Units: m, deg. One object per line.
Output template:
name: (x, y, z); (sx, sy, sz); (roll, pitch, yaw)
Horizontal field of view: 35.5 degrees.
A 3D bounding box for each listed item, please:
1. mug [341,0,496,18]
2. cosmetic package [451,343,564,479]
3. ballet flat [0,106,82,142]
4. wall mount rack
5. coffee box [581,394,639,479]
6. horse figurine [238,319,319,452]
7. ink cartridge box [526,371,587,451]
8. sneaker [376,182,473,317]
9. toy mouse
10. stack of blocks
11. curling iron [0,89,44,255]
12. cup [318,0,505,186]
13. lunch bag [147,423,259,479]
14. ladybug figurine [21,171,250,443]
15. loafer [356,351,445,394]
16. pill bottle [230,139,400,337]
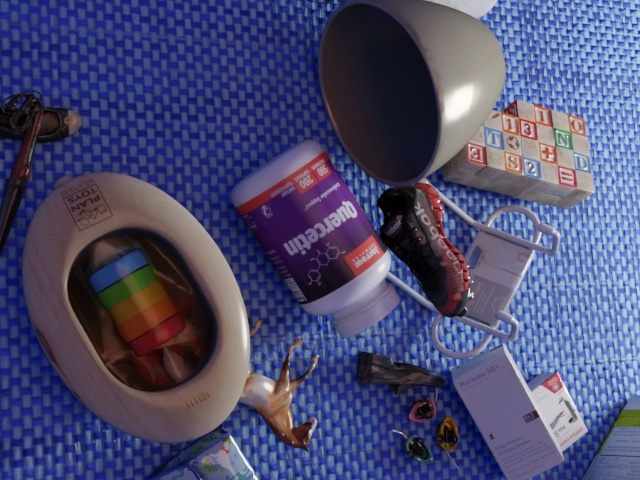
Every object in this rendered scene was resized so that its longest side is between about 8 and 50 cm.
mug: (0.159, -0.535, 1.784); (0.328, 0.374, 0.276); (-2, 108, -20)
cosmetic package: (0.346, 0.322, 1.855); (0.117, 0.085, 0.231); (-30, 96, 10)
ballet flat: (-0.466, -0.187, 1.598); (0.173, 0.049, 0.057); (-4, 84, -26)
wall mount rack: (0.267, 0.032, 1.877); (0.304, 0.130, 0.350); (22, 66, 20)
coffee box: (0.731, 0.519, 1.888); (0.337, 0.338, 0.334); (44, 66, -12)
horse figurine: (-0.107, 0.227, 1.691); (0.263, 0.066, 0.174); (31, 64, -19)
ink cartridge box: (0.442, 0.337, 1.939); (0.099, 0.056, 0.135); (-31, 95, -27)
sneaker: (0.174, 0.013, 1.751); (0.135, 0.097, 0.276); (8, 52, -38)
toy mouse: (0.183, 0.347, 1.827); (0.143, 0.031, 0.161); (1, 80, -26)
stack of blocks: (0.384, -0.180, 1.963); (0.297, 0.087, 0.171); (11, 63, -24)
curling iron: (-0.484, -0.103, 1.561); (0.068, 0.035, 0.273); (11, 93, -41)
cup: (0.186, -0.289, 1.775); (0.237, 0.331, 0.331); (-24, 92, -29)
lunch bag: (-0.184, 0.393, 1.614); (0.151, 0.096, 0.128); (-31, 98, -12)
ladybug figurine: (-0.289, 0.100, 1.556); (0.305, 0.162, 0.449); (-27, 90, -16)
loafer: (0.143, 0.250, 1.813); (0.170, 0.062, 0.061); (16, 82, -12)
pill bottle: (0.000, 0.000, 1.715); (0.181, 0.181, 0.323); (-37, 97, -26)
